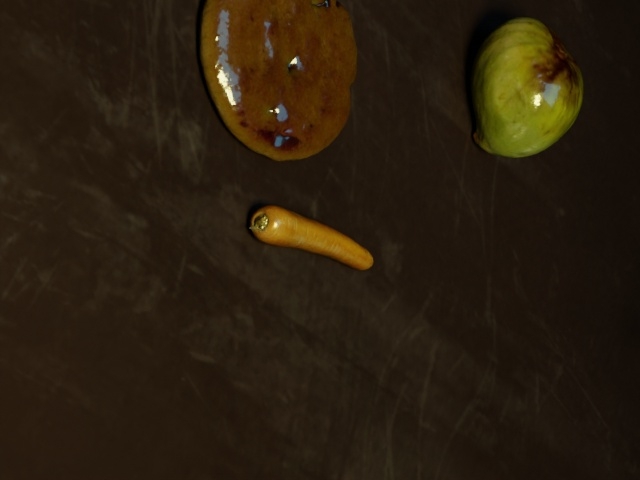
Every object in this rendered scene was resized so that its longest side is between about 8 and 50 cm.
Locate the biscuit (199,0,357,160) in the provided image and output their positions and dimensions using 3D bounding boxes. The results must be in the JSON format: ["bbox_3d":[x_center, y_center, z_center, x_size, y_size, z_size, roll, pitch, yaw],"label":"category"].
[{"bbox_3d":[-0.035,-0.177,1.657,0.212,0.036,0.212,7,81,-50],"label":"biscuit"}]

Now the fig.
[{"bbox_3d":[0.223,-0.166,1.913,0.136,0.120,0.153,37,59,-38],"label":"fig"}]

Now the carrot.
[{"bbox_3d":[0.000,0.000,1.687,0.190,0.037,0.037,18,73,-51],"label":"carrot"}]
